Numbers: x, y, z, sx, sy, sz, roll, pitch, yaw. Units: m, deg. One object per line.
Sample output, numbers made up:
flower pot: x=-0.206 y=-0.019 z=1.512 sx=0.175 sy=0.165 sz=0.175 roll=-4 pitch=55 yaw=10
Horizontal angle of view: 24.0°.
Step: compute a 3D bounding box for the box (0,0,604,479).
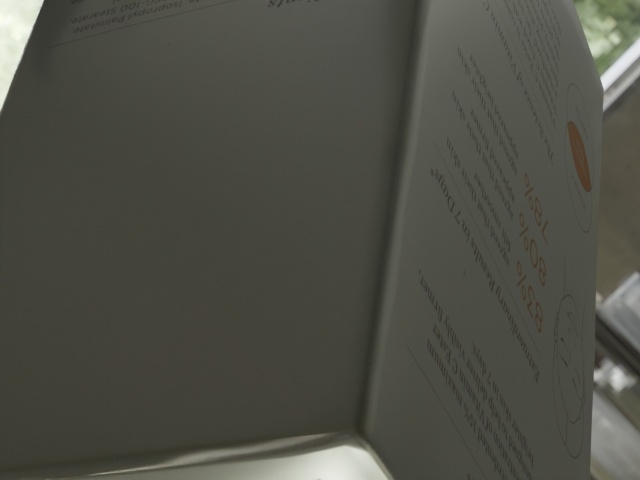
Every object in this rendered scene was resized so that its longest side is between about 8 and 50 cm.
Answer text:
box: x=0.000 y=0.000 z=0.583 sx=0.215 sy=0.168 sz=0.345 roll=59 pitch=-150 yaw=-42
